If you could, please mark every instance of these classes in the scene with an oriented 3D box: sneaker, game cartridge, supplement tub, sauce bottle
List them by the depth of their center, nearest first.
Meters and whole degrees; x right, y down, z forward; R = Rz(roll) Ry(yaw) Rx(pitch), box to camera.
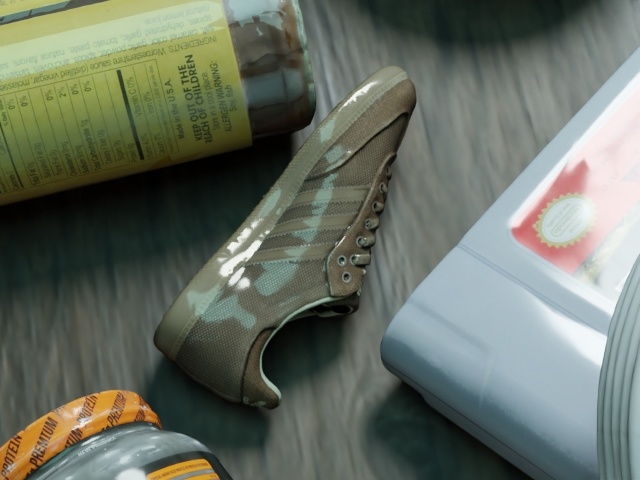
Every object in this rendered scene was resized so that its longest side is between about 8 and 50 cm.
[{"bbox_3d":[-0.063,0.163,0.634,0.117,0.117,0.190,-33,66,-13],"label":"supplement tub"},{"bbox_3d":[0.194,0.003,0.719,0.196,0.060,0.294,35,69,24],"label":"game cartridge"},{"bbox_3d":[0.000,0.000,0.752,0.071,0.066,0.188,39,76,2],"label":"sneaker"},{"bbox_3d":[-0.178,-0.069,0.760,0.344,0.111,0.111,-12,64,-3],"label":"sauce bottle"}]

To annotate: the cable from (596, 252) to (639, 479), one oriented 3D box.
[{"bbox_3d":[0.235,0.075,0.598,0.257,0.089,0.257,-5,86,-16],"label":"cable"}]
